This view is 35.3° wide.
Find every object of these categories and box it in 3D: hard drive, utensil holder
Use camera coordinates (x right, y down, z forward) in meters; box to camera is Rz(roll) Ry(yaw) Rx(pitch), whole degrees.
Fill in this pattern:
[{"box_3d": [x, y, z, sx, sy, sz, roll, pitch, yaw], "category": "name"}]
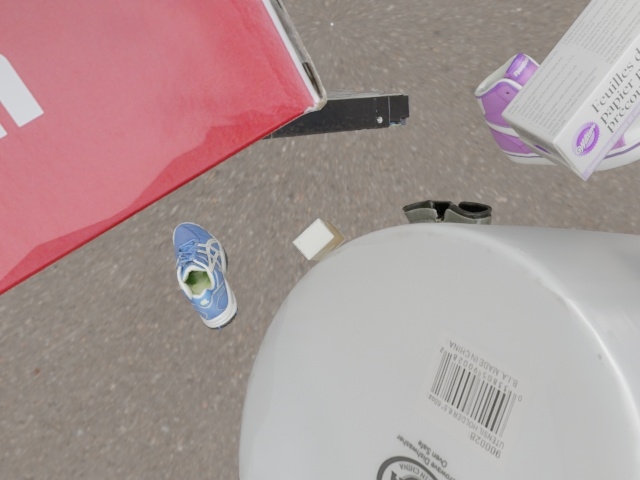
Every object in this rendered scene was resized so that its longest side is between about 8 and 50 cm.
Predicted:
[{"box_3d": [-0.050, -0.218, 1.711, 0.339, 0.237, 0.064, -8, 103, -29], "category": "hard drive"}, {"box_3d": [0.180, 0.150, 0.724, 0.328, 0.385, 0.327, -2, 86, 43], "category": "utensil holder"}]

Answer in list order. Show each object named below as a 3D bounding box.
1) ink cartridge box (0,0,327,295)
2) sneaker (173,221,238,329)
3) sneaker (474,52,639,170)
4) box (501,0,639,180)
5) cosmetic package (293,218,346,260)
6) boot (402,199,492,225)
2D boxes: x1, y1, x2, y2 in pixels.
[{"box_3d": [-0.173, -0.040, 0.356, 0.309, 0.272, 0.130, -31, 123, -3], "category": "ink cartridge box"}, {"box_3d": [-0.190, 0.040, 1.593, 0.080, 0.211, 0.081, -32, 140, 3], "category": "sneaker"}, {"box_3d": [0.325, -0.180, 1.346, 0.161, 0.282, 0.102, 53, 58, -29], "category": "sneaker"}, {"box_3d": [0.274, -0.198, 0.789, 0.324, 0.067, 0.063, -52, 133, 1], "category": "box"}, {"box_3d": [0.000, 0.000, 1.648, 0.060, 0.115, 0.041, -43, 81, 9], "category": "cosmetic package"}, {"box_3d": [0.128, 0.027, 1.226, 0.083, 0.246, 0.161, -20, 100, -39], "category": "boot"}]
